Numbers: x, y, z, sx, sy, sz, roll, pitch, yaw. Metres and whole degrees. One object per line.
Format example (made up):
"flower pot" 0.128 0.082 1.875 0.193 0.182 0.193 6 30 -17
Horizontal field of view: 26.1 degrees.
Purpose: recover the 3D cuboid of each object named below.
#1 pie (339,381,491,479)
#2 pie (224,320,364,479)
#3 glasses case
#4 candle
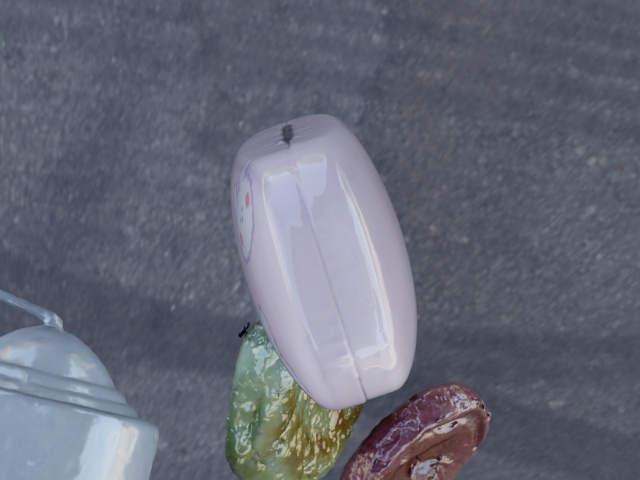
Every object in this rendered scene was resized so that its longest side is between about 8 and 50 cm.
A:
"pie" 0.094 0.214 1.401 0.182 0.182 0.049 -29 59 -22
"pie" -0.006 0.096 1.252 0.066 0.302 0.303 15 65 18
"glasses case" 0.000 0.000 0.676 0.075 0.297 0.113 -17 97 0
"candle" -0.249 0.215 1.114 0.221 0.221 0.343 16 83 -8
